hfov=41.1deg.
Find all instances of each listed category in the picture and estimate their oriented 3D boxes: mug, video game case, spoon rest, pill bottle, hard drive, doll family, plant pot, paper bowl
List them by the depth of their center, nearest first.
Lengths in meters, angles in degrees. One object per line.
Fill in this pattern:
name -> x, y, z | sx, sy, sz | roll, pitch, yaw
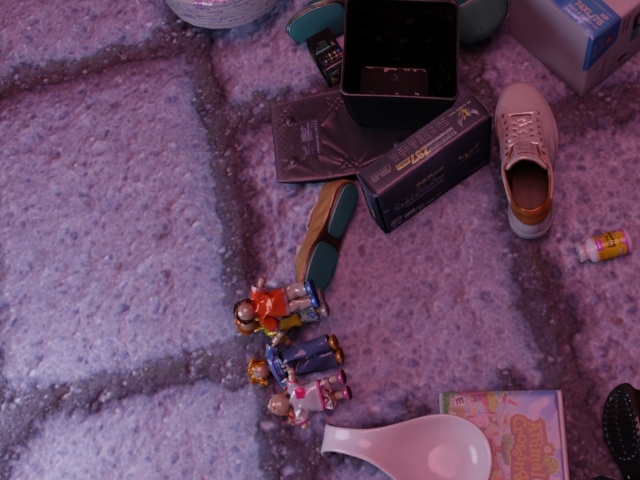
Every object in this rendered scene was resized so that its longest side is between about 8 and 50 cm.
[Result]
spoon rest -> 0.126, 0.328, 1.319 | 0.277, 0.084, 0.137 | 4, 74, 20
video game case -> 0.286, 0.341, 1.332 | 0.194, 0.023, 0.212 | -3, 70, 10
pill bottle -> 0.466, 0.010, 1.403 | 0.083, 0.043, 0.043 | -17, 69, 5
doll family -> -0.054, 0.174, 1.410 | 0.163, 0.118, 0.262 | -17, 99, 11
plant pot -> 0.131, -0.285, 1.449 | 0.188, 0.167, 0.187 | 2, 70, 2
hard drive -> 0.043, -0.188, 1.548 | 0.255, 0.054, 0.171 | -9, 70, 7
mug -> 0.281, -0.432, 1.556 | 0.130, 0.097, 0.157 | -3, 48, 42
paper bowl -> -0.183, -0.543, 1.666 | 0.284, 0.148, 0.284 | -3, 70, 9

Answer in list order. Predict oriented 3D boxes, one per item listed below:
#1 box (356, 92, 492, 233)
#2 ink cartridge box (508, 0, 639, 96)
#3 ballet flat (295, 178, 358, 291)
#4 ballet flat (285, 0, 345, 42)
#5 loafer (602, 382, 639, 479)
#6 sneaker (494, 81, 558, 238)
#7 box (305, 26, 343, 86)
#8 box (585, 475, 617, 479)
box -> 0.179, -0.123, 1.430 | 0.233, 0.183, 0.059 | -36, 68, -3
ink cartridge box -> 0.492, -0.434, 1.471 | 0.270, 0.198, 0.197 | -39, 68, -3
ballet flat -> 0.000, 0.000, 1.492 | 0.073, 0.080, 0.232 | 7, 67, 43
ballet flat -> 0.046, -0.452, 1.637 | 0.247, 0.083, 0.087 | -21, 44, 3
loafer -> 0.491, 0.323, 1.282 | 0.078, 0.080, 0.220 | 1, 66, -23
sneaker -> 0.354, -0.157, 1.442 | 0.106, 0.123, 0.290 | -6, 69, 11
box -> 0.016, -0.344, 1.603 | 0.052, 0.062, 0.083 | -29, 69, -1
box -> 0.397, 0.479, 1.174 | 0.143, 0.165, 0.270 | -22, 76, 3
